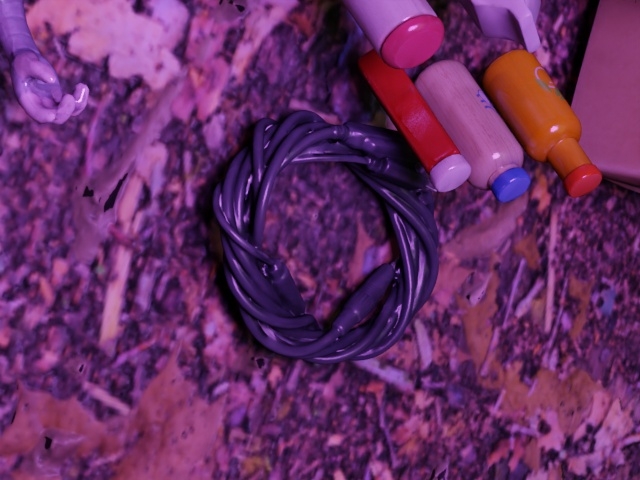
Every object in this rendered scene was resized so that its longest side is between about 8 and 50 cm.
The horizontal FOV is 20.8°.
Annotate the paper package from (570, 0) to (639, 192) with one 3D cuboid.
[{"bbox_3d":[0.349,-0.168,1.136,0.168,0.309,0.325,16,87,-48],"label":"paper package"}]

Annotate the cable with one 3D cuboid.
[{"bbox_3d":[0.000,0.000,1.050,0.184,0.047,0.150,5,99,-46],"label":"cable"}]

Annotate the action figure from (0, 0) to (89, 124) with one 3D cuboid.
[{"bbox_3d":[-0.108,-0.222,0.814,0.370,0.248,0.275,2,62,-18],"label":"action figure"}]

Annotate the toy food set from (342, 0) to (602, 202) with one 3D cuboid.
[{"bbox_3d":[0.091,-0.096,1.017,0.111,0.104,0.232,-31,152,0],"label":"toy food set"}]
